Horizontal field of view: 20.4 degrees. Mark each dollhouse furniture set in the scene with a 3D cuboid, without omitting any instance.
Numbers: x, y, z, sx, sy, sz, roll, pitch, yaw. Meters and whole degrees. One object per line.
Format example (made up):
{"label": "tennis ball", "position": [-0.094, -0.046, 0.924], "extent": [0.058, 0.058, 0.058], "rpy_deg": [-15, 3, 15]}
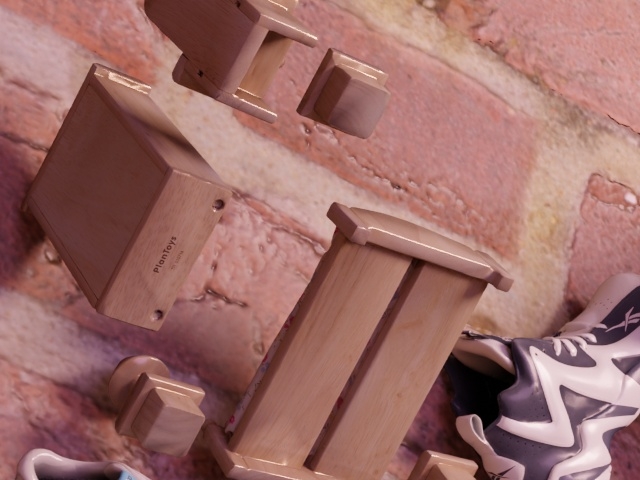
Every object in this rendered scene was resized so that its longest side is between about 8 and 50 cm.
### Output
{"label": "dollhouse furniture set", "position": [0.000, 0.000, 1.226], "extent": [0.355, 0.303, 0.174], "rpy_deg": [20, 16, -34]}

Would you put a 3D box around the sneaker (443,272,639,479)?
{"label": "sneaker", "position": [0.173, 0.088, 1.369], "extent": [0.153, 0.094, 0.235], "rpy_deg": [43, 63, -23]}

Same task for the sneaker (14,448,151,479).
{"label": "sneaker", "position": [-0.108, 0.179, 1.096], "extent": [0.191, 0.083, 0.071], "rpy_deg": [15, 46, 5]}
